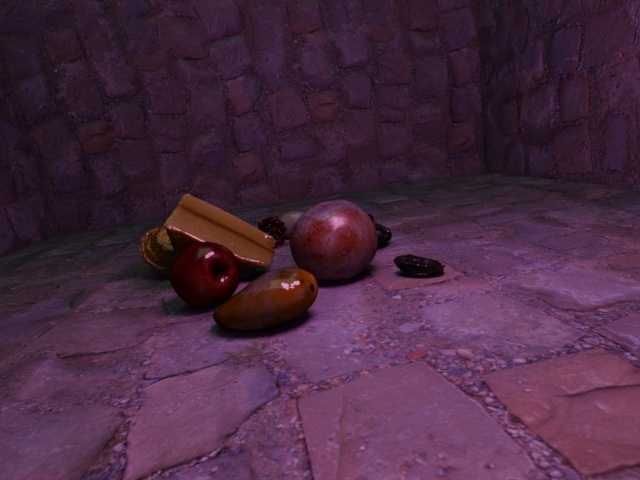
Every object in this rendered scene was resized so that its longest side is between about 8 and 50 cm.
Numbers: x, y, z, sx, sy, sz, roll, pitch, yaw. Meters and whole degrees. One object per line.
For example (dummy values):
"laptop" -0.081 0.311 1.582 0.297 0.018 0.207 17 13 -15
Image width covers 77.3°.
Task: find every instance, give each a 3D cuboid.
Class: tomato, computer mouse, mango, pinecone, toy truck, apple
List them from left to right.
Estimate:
"apple" -0.381 0.114 1.336 0.202 0.217 0.218 -1 15 42
"mango" -0.160 0.171 1.136 0.317 0.146 0.193 -17 9 4
"pinecone" -0.247 -0.037 2.040 0.174 0.173 0.173 -8 14 2
"tomato" 0.051 0.004 1.445 0.317 0.282 0.316 -15 23 6
"toy truck" 0.203 -0.015 1.730 0.166 0.147 0.224 22 28 20
"computer mouse" 0.334 0.092 1.363 0.173 0.057 0.099 9 17 18

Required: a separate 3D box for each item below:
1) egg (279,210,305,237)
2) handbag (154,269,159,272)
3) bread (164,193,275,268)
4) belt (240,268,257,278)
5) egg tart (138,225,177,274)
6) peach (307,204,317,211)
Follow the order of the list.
"egg" -0.144 -0.086 2.164 0.193 0.149 0.149 -10 11 26
"handbag" -0.732 0.069 1.934 0.180 0.116 0.205 -7 13 2
"bread" -0.357 -0.027 1.536 0.363 0.244 0.233 0 37 4
"belt" -0.338 0.104 1.640 0.163 0.082 0.148 1 12 29
"egg tart" -0.654 0.022 1.793 0.295 0.116 0.294 14 43 -14
"peach" 0.023 -0.070 1.888 0.215 0.213 0.236 -1 8 27
